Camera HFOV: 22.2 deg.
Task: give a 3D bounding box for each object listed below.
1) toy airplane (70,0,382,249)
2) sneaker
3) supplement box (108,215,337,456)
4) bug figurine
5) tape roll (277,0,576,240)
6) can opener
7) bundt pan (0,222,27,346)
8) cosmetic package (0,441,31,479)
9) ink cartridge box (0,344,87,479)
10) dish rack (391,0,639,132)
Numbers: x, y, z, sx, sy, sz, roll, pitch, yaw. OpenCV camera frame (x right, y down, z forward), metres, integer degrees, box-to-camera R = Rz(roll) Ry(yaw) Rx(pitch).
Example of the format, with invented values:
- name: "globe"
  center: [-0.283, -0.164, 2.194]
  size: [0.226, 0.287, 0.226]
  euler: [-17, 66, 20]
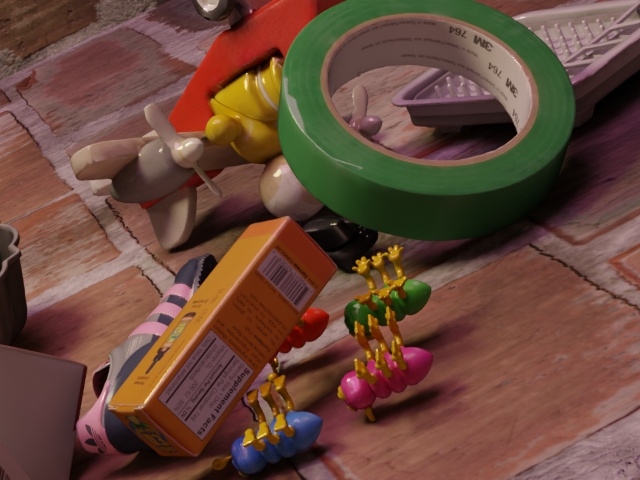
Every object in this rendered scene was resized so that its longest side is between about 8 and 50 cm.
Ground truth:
- name: "toy airplane"
  center: [-0.102, -0.115, 2.005]
  size: [0.386, 0.272, 0.384]
  euler: [-35, -22, -10]
- name: "sneaker"
  center: [-0.166, 0.110, 1.659]
  size: [0.131, 0.112, 0.319]
  euler: [-16, 19, 12]
- name: "supplement box"
  center: [-0.088, 0.087, 1.489]
  size: [0.233, 0.080, 0.078]
  euler: [-50, 20, -24]
- name: "bug figurine"
  center: [0.005, 0.113, 1.510]
  size: [0.216, 0.072, 0.279]
  euler: [-25, 23, 15]
- name: "tape roll"
  center: [0.114, -0.142, 1.783]
  size: [0.321, 0.077, 0.321]
  euler: [4, 49, -4]
- name: "can opener"
  center: [0.000, 0.000, 1.843]
  size: [0.059, 0.073, 0.186]
  euler: [-43, 17, -25]
- name: "bundt pan"
  center: [-0.499, 0.098, 1.948]
  size: [0.331, 0.124, 0.331]
  euler: [-11, 26, 5]
- name: "cosmetic package"
  center: [-0.493, 0.271, 1.390]
  size: [0.453, 0.230, 0.161]
  euler: [-19, 37, 14]
- name: "ink cartridge box"
  center: [-0.339, 0.171, 1.605]
  size: [0.176, 0.128, 0.127]
  euler: [-2, -14, 45]
- name: "dish rack"
  center: [0.282, -0.214, 2.058]
  size: [0.285, 0.072, 0.333]
  euler: [-37, 24, -32]
